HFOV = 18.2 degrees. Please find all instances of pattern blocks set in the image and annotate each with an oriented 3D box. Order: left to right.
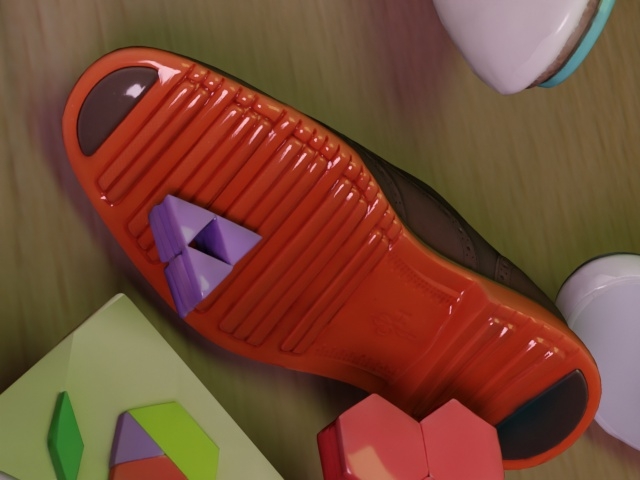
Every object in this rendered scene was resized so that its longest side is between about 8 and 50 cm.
[{"bbox_3d":[-0.074,0.119,0.672,0.285,0.026,0.325,38,50,-15],"label":"pattern blocks set"}]

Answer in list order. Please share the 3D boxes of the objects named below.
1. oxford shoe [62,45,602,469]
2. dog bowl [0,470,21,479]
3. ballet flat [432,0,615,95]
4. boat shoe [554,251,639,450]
[{"bbox_3d":[0.000,0.000,0.841,0.271,0.097,0.098,38,17,-28],"label":"oxford shoe"},{"bbox_3d":[-0.141,0.168,0.419,0.265,0.264,0.104,-59,140,-45],"label":"dog bowl"},{"bbox_3d":[0.091,-0.234,1.025,0.139,0.139,0.400,44,40,-29],"label":"ballet flat"},{"bbox_3d":[0.200,0.067,1.045,0.258,0.095,0.084,37,20,-39],"label":"boat shoe"}]
